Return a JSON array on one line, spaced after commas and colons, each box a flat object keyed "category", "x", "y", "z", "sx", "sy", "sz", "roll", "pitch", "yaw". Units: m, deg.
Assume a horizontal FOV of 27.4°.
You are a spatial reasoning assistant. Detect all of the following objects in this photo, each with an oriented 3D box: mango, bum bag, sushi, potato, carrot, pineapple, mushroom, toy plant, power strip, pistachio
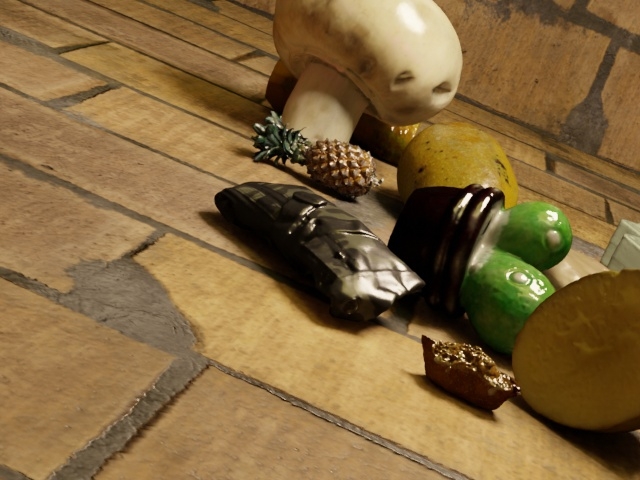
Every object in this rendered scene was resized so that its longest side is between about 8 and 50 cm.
[{"category": "mango", "x": 0.221, "y": -0.088, "z": 2.083, "sx": 0.175, "sy": 0.176, "sz": 0.329, "roll": 47, "pitch": 9, "yaw": -17}, {"category": "bum bag", "x": 0.000, "y": 0.000, "z": 1.596, "sx": 0.144, "sy": 0.095, "sz": 0.340, "roll": -5, "pitch": 26, "yaw": -31}, {"category": "sushi", "x": 0.157, "y": 0.137, "z": 1.401, "sx": 0.118, "sy": 0.060, "sz": 0.061, "roll": 23, "pitch": 20, "yaw": 5}, {"category": "potato", "x": 0.337, "y": 0.141, "z": 1.470, "sx": 0.158, "sy": 0.203, "sz": 0.178, "roll": 37, "pitch": 16, "yaw": -53}, {"category": "carrot", "x": 0.043, "y": -0.245, "z": 2.480, "sx": 0.302, "sy": 0.114, "sz": 0.114, "roll": 26, "pitch": 15, "yaw": 3}, {"category": "pineapple", "x": -0.005, "y": -0.129, "z": 2.056, "sx": 0.221, "sy": 0.083, "sz": 0.103, "roll": 23, "pitch": 14, "yaw": 10}, {"category": "mushroom", "x": 0.069, "y": -0.316, "z": 2.287, "sx": 0.353, "sy": 0.353, "sz": 0.325, "roll": 23, "pitch": 21, "yaw": 2}, {"category": "toy plant", "x": 0.206, "y": 0.028, "z": 1.645, "sx": 0.235, "sy": 0.218, "sz": 0.175, "roll": 18, "pitch": -31, "yaw": 17}, {"category": "power strip", "x": 0.604, "y": 0.040, "z": 2.256, "sx": 0.229, "sy": 0.141, "sz": 0.261, "roll": 15, "pitch": 19, "yaw": -29}, {"category": "pistachio", "x": 0.318, "y": 0.068, "z": 1.739, "sx": 0.206, "sy": 0.131, "sz": 0.129, "roll": 45, "pitch": -12, "yaw": 40}]
